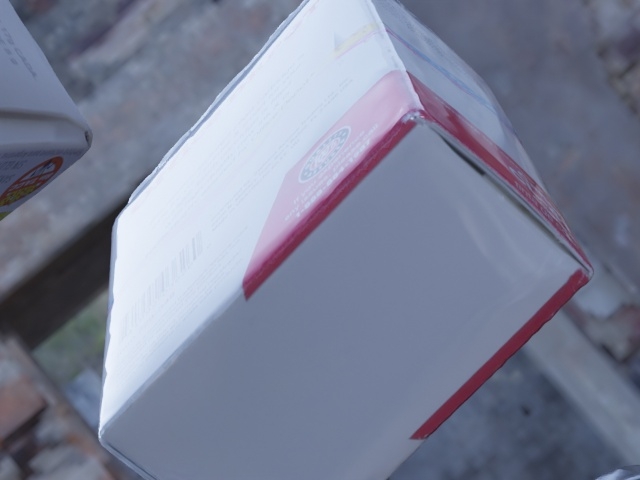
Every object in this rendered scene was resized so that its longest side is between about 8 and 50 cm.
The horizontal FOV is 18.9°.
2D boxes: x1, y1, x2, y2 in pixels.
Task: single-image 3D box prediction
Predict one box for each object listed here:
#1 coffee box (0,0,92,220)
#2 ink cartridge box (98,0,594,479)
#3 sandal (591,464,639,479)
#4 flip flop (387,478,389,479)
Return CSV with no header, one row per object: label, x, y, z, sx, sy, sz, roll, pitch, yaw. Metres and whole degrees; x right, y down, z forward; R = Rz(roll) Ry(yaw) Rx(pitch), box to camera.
coffee box,-0.353,-0.069,0.647,0.334,0.338,0.338,-36,-6,17
ink cartridge box,0.000,0.000,1.027,0.226,0.131,0.306,-47,16,13
sandal,0.284,0.301,1.019,0.167,0.446,0.107,-51,14,-4
flip flop,-0.009,0.202,1.751,0.277,0.080,0.112,8,70,59
